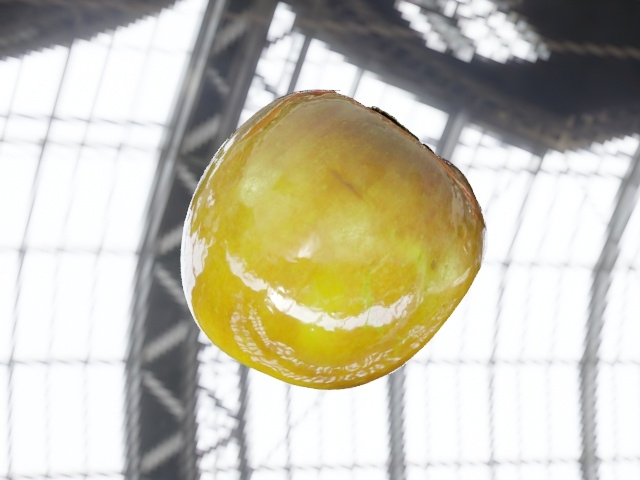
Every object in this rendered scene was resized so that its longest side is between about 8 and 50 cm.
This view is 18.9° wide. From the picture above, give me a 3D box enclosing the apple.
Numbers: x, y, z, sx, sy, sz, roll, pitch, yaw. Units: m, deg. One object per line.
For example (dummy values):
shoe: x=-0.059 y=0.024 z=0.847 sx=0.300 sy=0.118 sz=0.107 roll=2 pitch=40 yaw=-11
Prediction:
apple: x=0.000 y=0.000 z=0.687 sx=0.099 sy=0.102 sz=0.114 roll=34 pitch=-178 yaw=-13
